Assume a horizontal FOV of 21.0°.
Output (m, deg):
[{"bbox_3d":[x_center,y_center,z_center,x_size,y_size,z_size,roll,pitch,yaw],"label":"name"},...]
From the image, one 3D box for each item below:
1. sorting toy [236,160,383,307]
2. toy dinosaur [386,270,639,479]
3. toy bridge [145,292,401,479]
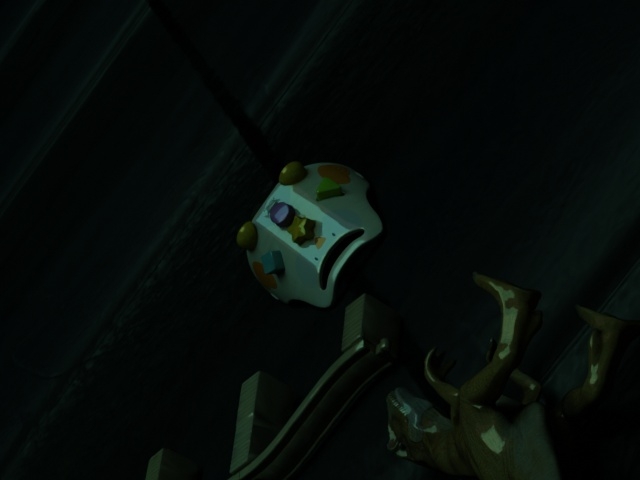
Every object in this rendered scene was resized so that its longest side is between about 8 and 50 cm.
[{"bbox_3d":[0.000,0.000,0.928,0.083,0.045,0.075,-55,41,2],"label":"sorting toy"},{"bbox_3d":[0.077,0.077,0.636,0.211,0.064,0.112,-143,69,-78],"label":"toy dinosaur"},{"bbox_3d":[-0.028,0.096,0.854,0.188,0.026,0.063,-39,29,36],"label":"toy bridge"}]
